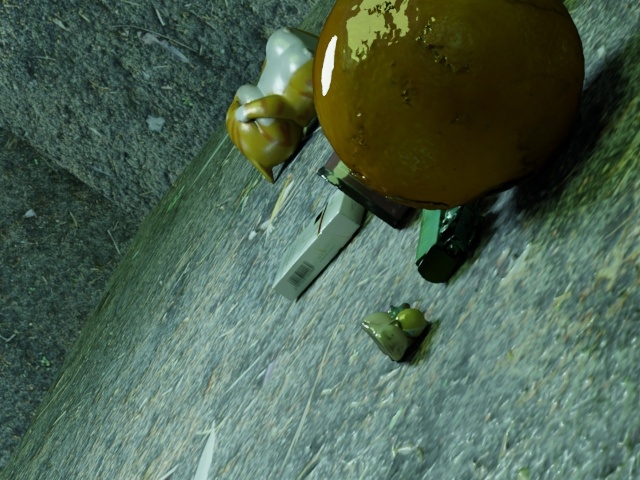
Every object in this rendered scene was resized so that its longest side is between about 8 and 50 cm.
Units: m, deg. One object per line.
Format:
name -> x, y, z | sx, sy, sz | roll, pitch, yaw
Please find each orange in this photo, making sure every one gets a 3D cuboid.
orange -> 0.111, -0.148, 1.335 | 0.246, 0.246, 0.246 | -52, 11, 14

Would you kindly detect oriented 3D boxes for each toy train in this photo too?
toy train -> 0.124, -0.018, 1.437 | 0.071, 0.038, 0.148 | -52, 11, 28

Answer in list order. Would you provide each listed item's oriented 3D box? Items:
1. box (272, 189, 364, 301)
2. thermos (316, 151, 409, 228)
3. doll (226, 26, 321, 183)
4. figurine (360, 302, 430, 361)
box -> 0.000, 0.000, 1.918 | 0.154, 0.040, 0.084 | -50, 11, 32
thermos -> 0.144, -0.172, 1.694 | 0.330, 0.136, 0.109 | -55, 38, 1
doll -> -0.066, -0.258, 2.705 | 0.269, 0.162, 0.167 | -47, 43, 13
figurine -> 0.069, 0.078, 1.373 | 0.050, 0.047, 0.083 | -45, 14, -4
